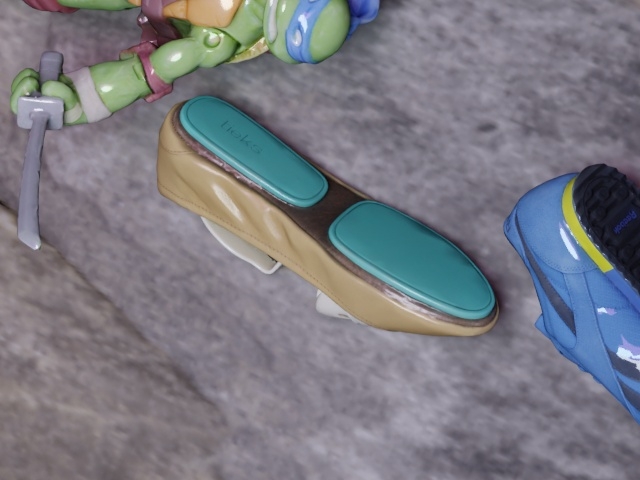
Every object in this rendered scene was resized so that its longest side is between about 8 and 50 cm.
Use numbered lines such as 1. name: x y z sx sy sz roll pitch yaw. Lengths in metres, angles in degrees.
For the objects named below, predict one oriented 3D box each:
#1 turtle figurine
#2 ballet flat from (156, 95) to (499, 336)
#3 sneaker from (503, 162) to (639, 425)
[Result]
1. turtle figurine: -0.128 -0.170 0.966 0.266 0.275 0.197 29 132 38
2. ballet flat: 0.000 0.000 1.020 0.232 0.080 0.073 36 128 17
3. sneaker: 0.175 0.058 0.966 0.082 0.069 0.209 -33 89 48
